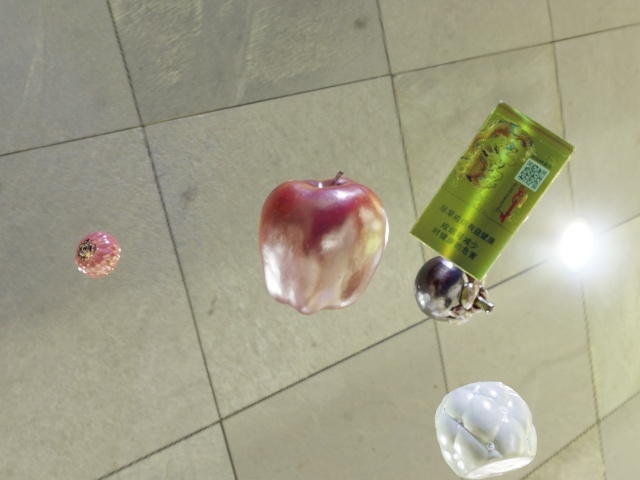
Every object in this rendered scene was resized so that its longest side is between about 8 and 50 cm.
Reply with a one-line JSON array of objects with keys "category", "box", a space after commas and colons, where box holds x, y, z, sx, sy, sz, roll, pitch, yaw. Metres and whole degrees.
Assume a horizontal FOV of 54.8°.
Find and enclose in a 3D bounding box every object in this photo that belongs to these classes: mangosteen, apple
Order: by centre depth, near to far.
[{"category": "apple", "box": [0.000, 0.000, 1.391, 0.288, 0.288, 0.316, -2, 111, -33]}, {"category": "mangosteen", "box": [0.400, 0.152, 1.820, 0.211, 0.250, 0.211, -24, 125, -40]}]

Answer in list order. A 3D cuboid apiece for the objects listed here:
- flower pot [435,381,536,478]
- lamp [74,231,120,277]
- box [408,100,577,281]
[{"category": "flower pot", "box": [0.401, 0.463, 1.515, 0.246, 0.246, 0.195, 11, 49, -33]}, {"category": "lamp", "box": [-0.511, 0.032, 1.416, 0.107, 0.108, 0.092, -66, 154, -10]}, {"category": "box", "box": [0.329, -0.094, 1.201, 0.173, 0.043, 0.311, 34, 98, 7]}]
